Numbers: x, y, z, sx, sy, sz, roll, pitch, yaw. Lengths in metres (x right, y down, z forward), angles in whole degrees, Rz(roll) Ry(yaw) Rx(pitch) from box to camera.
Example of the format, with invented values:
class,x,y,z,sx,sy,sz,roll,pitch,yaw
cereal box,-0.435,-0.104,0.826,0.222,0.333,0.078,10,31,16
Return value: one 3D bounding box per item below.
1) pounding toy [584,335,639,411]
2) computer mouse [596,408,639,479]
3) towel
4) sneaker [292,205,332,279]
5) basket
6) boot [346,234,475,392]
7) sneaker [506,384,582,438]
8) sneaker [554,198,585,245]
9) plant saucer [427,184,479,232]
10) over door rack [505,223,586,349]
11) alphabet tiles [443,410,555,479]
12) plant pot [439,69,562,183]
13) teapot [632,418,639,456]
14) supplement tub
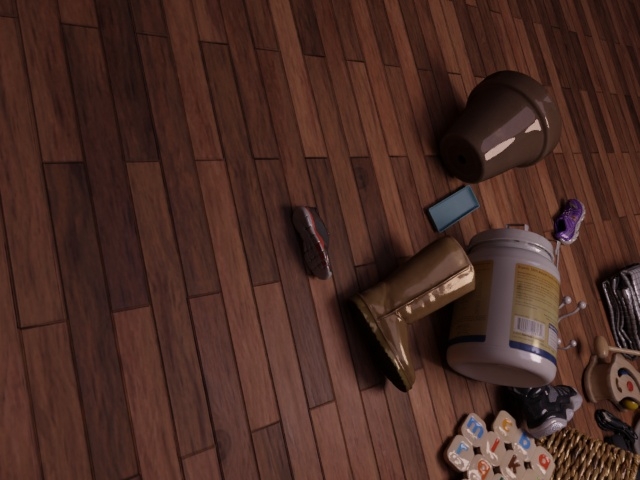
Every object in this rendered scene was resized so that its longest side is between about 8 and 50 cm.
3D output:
class,x,y,z,sx,sy,sz,roll,pitch,yaw
pounding toy,0.864,0.403,1.429,0.270,0.155,0.154,39,54,-19
computer mouse,0.842,0.626,1.402,0.189,0.072,0.272,34,60,-23
towel,1.028,0.218,1.623,0.235,0.121,0.283,-13,86,-35
sneaker,0.000,0.000,1.015,0.065,0.061,0.157,-15,86,-43
basket,0.612,0.636,1.228,0.299,0.223,0.213,-46,137,-35
boot,0.220,0.149,1.050,0.270,0.089,0.236,-28,92,-17
sneaker,0.557,0.375,1.259,0.269,0.101,0.153,-8,62,-53
sneaker,0.766,-0.067,1.556,0.071,0.068,0.169,35,60,-15
plant saucer,0.343,-0.082,1.299,0.192,0.018,0.067,-29,93,-37
over door rack,0.607,0.120,1.343,0.240,0.108,0.323,16,67,-42
alphabet tiles,0.403,0.526,1.101,0.284,0.021,0.278,44,51,8
plant pot,0.438,-0.269,1.298,0.229,0.263,0.263,-36,98,-19
teapot,1.056,0.608,1.448,0.187,0.252,0.255,34,61,-13
supplement tub,0.422,0.153,1.152,0.228,0.228,0.316,28,63,-25
